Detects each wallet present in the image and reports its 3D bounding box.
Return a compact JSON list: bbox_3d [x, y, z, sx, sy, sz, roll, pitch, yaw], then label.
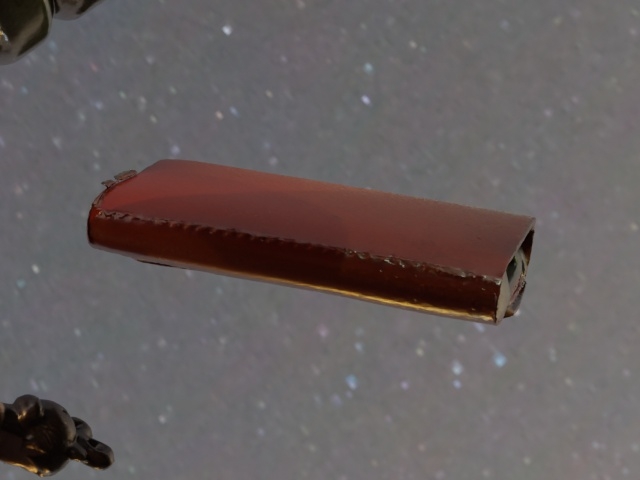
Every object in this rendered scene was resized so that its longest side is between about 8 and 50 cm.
[{"bbox_3d":[0.000,0.000,0.868,0.204,0.142,0.045,10,-77,11],"label":"wallet"}]

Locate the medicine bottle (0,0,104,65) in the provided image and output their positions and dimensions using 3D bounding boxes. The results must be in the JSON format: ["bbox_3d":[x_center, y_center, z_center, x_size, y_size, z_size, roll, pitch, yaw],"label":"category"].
[{"bbox_3d":[-0.088,-0.180,0.662,0.322,0.151,0.151,-38,-44,-14],"label":"medicine bottle"}]

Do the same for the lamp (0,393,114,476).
[{"bbox_3d":[-0.228,0.100,0.827,0.253,0.118,0.118,21,-70,-39],"label":"lamp"}]
